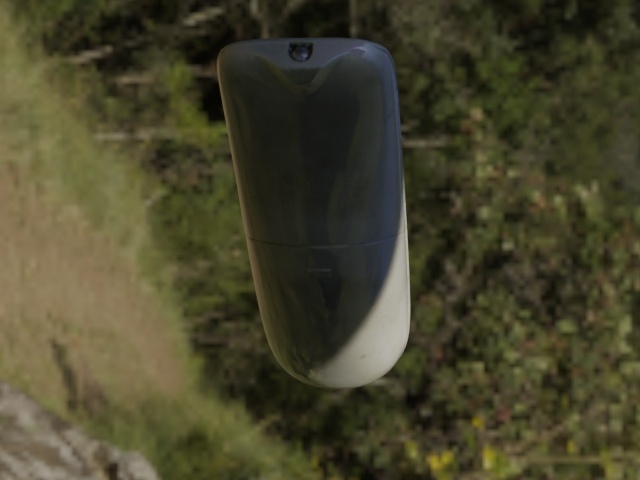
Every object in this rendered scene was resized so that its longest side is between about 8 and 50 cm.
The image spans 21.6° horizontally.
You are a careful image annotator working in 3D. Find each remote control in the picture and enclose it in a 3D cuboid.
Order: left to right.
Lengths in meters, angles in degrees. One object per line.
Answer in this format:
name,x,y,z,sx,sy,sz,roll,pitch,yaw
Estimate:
remote control,0.000,0.000,0.735,0.229,0.073,0.044,84,11,-52
